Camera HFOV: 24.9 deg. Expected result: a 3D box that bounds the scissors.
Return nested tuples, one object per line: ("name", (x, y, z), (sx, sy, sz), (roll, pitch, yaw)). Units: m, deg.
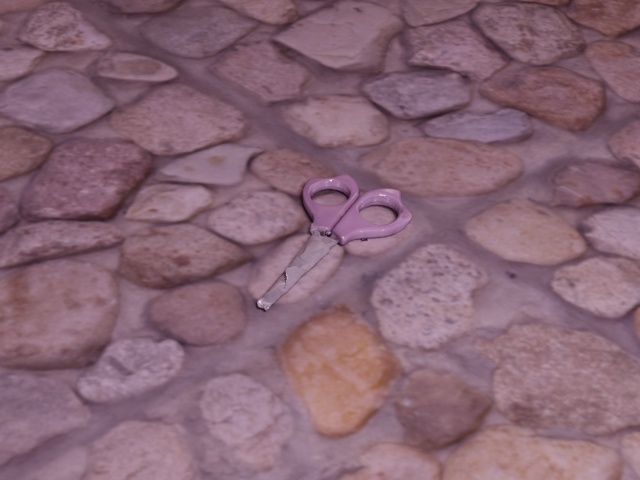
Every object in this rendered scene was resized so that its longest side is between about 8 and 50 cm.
("scissors", (0.000, 0.000, 1.328), (0.110, 0.021, 0.212), (21, 39, 21))
